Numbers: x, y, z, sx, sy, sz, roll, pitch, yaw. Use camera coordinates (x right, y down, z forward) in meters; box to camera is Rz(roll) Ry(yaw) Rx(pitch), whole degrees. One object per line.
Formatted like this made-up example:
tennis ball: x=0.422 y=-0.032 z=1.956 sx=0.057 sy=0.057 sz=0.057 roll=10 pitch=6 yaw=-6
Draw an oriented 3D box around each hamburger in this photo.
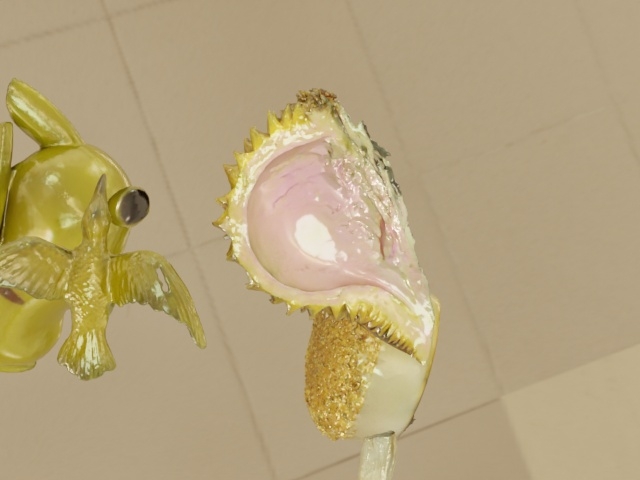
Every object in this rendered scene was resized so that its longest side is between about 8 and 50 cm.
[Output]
hamburger: x=0.069 y=0.173 z=2.022 sx=0.179 sy=0.276 sz=0.294 roll=19 pitch=42 yaw=-6

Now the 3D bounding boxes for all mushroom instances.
mushroom: x=0.066 y=0.355 z=1.793 sx=0.059 sy=0.054 sz=0.202 roll=12 pitch=77 yaw=15

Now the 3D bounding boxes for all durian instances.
durian: x=-0.008 y=-0.012 z=1.352 sx=0.186 sy=0.195 sz=0.305 roll=-35 pitch=116 yaw=-5

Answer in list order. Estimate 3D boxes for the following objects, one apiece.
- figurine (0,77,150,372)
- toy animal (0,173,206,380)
figurine: x=-0.317 y=-0.008 z=1.445 sx=0.326 sy=0.169 sz=0.218 roll=-47 pitch=72 yaw=19
toy animal: x=-0.193 y=0.026 z=1.074 sx=0.219 sy=0.095 sz=0.155 roll=5 pitch=52 yaw=0
